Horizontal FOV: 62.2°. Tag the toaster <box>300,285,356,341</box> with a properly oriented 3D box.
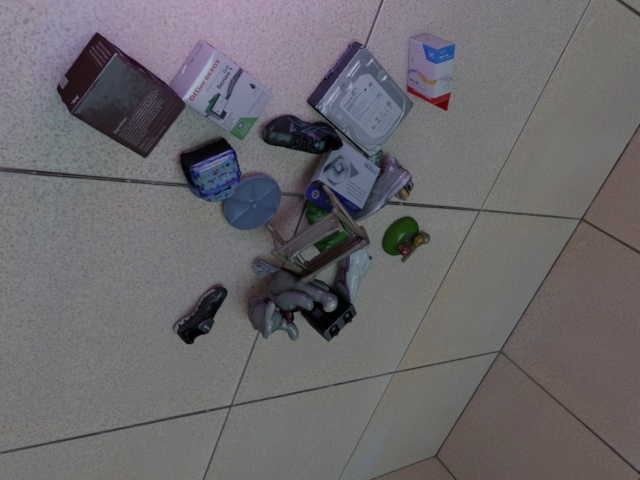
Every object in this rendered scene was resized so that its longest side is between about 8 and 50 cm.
[{"bbox_3d":[0.027,0.288,2.114,0.168,0.186,0.110,-43,141,-14],"label":"toaster"}]

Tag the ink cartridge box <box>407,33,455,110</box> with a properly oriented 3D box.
[{"bbox_3d":[0.359,-0.541,1.743,0.078,0.134,0.231,-25,134,-22],"label":"ink cartridge box"}]

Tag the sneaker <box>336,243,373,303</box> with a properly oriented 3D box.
[{"bbox_3d":[0.145,0.136,2.120,0.152,0.114,0.305,-17,131,-26],"label":"sneaker"}]

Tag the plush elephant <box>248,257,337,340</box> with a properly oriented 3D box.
[{"bbox_3d":[-0.132,0.239,1.883,0.330,0.272,0.255,23,93,-17],"label":"plush elephant"}]

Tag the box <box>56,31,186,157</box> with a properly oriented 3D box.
[{"bbox_3d":[-0.460,-0.333,1.233,0.167,0.168,0.203,-50,139,6],"label":"box"}]

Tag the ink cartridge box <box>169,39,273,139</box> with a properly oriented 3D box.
[{"bbox_3d":[-0.259,-0.392,1.402,0.219,0.092,0.160,27,103,-47],"label":"ink cartridge box"}]

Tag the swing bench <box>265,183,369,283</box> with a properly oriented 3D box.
[{"bbox_3d":[0.000,0.000,1.743,0.253,0.165,0.254,-34,128,13],"label":"swing bench"}]

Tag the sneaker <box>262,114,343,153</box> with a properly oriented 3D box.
[{"bbox_3d":[-0.048,-0.319,1.620,0.267,0.106,0.101,-7,127,-33],"label":"sneaker"}]

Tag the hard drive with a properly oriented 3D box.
[{"bbox_3d":[0.139,-0.440,1.704,0.237,0.064,0.339,-51,137,6],"label":"hard drive"}]

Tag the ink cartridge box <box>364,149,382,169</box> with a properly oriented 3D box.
[{"bbox_3d":[0.190,-0.268,1.902,0.063,0.029,0.115,-23,133,-23],"label":"ink cartridge box"}]

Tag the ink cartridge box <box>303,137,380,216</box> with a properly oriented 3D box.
[{"bbox_3d":[0.077,-0.197,1.778,0.223,0.045,0.224,29,82,-36],"label":"ink cartridge box"}]

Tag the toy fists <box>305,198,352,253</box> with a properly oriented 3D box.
[{"bbox_3d":[0.022,-0.062,1.886,0.142,0.096,0.279,-35,136,-24],"label":"toy fists"}]

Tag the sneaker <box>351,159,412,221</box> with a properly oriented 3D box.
[{"bbox_3d":[0.203,-0.178,1.929,0.281,0.115,0.105,-44,175,30],"label":"sneaker"}]

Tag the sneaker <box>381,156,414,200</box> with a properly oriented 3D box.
[{"bbox_3d":[0.292,-0.242,1.977,0.083,0.084,0.215,-52,143,-16],"label":"sneaker"}]

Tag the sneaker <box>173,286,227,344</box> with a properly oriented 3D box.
[{"bbox_3d":[-0.391,0.263,1.802,0.234,0.106,0.078,-45,139,0],"label":"sneaker"}]

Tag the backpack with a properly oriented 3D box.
[{"bbox_3d":[-0.303,-0.181,1.519,0.158,0.117,0.173,-25,137,-20],"label":"backpack"}]

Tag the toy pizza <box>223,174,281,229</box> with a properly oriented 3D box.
[{"bbox_3d":[-0.218,-0.123,1.692,0.201,0.032,0.201,-21,133,-23],"label":"toy pizza"}]

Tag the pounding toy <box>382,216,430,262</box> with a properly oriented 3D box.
[{"bbox_3d":[0.375,0.016,2.212,0.183,0.110,0.237,-51,137,7],"label":"pounding toy"}]
